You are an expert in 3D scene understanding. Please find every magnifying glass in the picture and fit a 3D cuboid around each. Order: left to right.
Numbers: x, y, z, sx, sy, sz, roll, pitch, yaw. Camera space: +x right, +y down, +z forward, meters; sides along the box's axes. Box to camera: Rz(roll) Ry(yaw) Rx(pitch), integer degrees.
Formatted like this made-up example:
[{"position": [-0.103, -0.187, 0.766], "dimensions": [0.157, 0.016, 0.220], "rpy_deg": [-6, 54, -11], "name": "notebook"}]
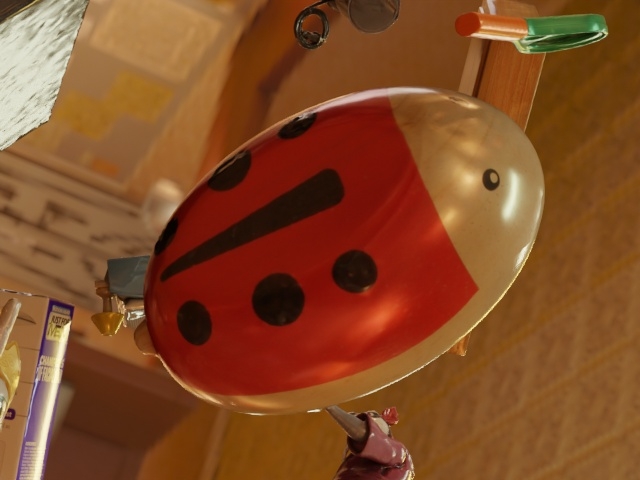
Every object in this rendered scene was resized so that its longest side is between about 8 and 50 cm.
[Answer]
[{"position": [0.207, -0.209, 1.698], "dimensions": [0.092, 0.231, 0.026], "rpy_deg": [-12, -93, 37], "name": "magnifying glass"}]

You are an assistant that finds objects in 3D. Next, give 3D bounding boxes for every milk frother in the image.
[{"position": [0.036, -0.345, 2.617], "dimensions": [0.135, 0.129, 0.143], "rpy_deg": [-127, -136, -63], "name": "milk frother"}]

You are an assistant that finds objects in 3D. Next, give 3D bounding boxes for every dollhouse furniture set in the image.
[{"position": [-0.157, 0.148, 2.351], "dimensions": [0.286, 0.303, 0.198], "rpy_deg": [105, -21, -71], "name": "dollhouse furniture set"}]

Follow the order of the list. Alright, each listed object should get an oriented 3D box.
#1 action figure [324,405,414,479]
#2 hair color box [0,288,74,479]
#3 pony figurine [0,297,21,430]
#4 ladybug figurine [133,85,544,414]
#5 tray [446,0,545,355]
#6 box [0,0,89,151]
[{"position": [0.059, 0.345, 2.198], "dimensions": [0.370, 0.275, 0.248], "rpy_deg": [-62, 170, -46], "name": "action figure"}, {"position": [-0.440, 0.227, 2.165], "dimensions": [0.110, 0.185, 0.339], "rpy_deg": [27, 73, -76], "name": "hair color box"}, {"position": [-0.285, 0.255, 1.190], "dimensions": [0.351, 0.303, 0.363], "rpy_deg": [-61, -160, 27], "name": "pony figurine"}, {"position": [0.000, 0.000, 1.688], "dimensions": [0.449, 0.162, 0.305], "rpy_deg": [-31, -120, 11], "name": "ladybug figurine"}, {"position": [0.191, -0.085, 2.142], "dimensions": [0.203, 0.076, 0.411], "rpy_deg": [-85, -171, -70], "name": "tray"}, {"position": [-0.571, -0.237, 2.144], "dimensions": [0.480, 0.297, 0.472], "rpy_deg": [-37, 175, -27], "name": "box"}]
